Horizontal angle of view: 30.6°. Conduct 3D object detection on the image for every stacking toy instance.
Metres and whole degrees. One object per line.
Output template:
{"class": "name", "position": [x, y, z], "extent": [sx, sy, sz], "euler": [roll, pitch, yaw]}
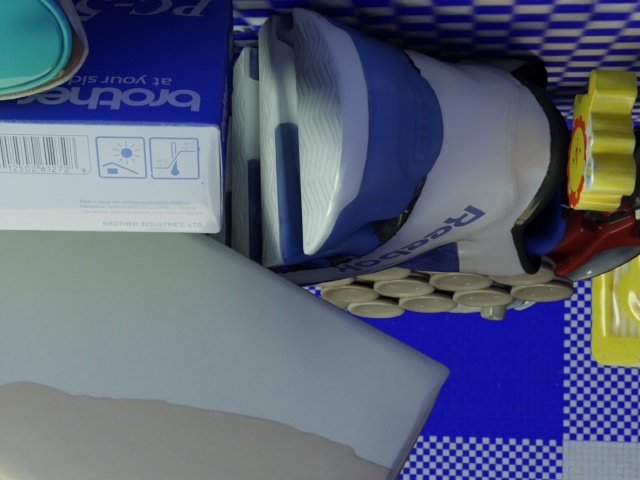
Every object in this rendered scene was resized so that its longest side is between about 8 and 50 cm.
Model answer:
{"class": "stacking toy", "position": [0.180, -0.048, 0.369], "extent": [0.167, 0.052, 0.221], "euler": [3, 168, 2]}

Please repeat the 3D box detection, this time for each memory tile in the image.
{"class": "memory tile", "position": [0.066, 0.022, 0.688], "extent": [0.148, 0.012, 0.113], "euler": [-7, 159, 28]}

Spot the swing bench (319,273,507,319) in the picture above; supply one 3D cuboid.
{"class": "swing bench", "position": [0.000, 0.000, 1.088], "extent": [0.254, 0.165, 0.253], "euler": [-5, -179, -26]}

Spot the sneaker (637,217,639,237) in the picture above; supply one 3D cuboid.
{"class": "sneaker", "position": [0.276, 0.001, 0.585], "extent": [0.162, 0.106, 0.281], "euler": [29, -159, 28]}

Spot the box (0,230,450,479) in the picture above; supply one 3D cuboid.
{"class": "box", "position": [-0.116, 0.048, 0.500], "extent": [0.311, 0.121, 0.148], "euler": [27, 158, 9]}

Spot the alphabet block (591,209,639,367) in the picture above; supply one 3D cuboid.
{"class": "alphabet block", "position": [0.386, 0.024, 1.099], "extent": [0.192, 0.193, 0.197], "euler": [-2, 177, 42]}

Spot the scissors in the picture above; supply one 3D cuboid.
{"class": "scissors", "position": [0.165, -0.019, 0.638], "extent": [0.109, 0.021, 0.297], "euler": [-5, 163, -13]}

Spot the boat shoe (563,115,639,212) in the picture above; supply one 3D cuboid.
{"class": "boat shoe", "position": [0.109, -0.042, 0.698], "extent": [0.254, 0.079, 0.095], "euler": [-14, 161, 13]}

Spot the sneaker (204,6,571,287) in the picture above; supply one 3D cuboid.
{"class": "sneaker", "position": [0.019, -0.025, 0.590], "extent": [0.182, 0.127, 0.315], "euler": [4, 176, -25]}

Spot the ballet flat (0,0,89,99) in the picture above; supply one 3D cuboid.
{"class": "ballet flat", "position": [-0.154, -0.078, 0.359], "extent": [0.168, 0.057, 0.052], "euler": [4, -154, -5]}

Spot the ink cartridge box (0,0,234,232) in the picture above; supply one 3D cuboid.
{"class": "ink cartridge box", "position": [-0.135, -0.049, 0.408], "extent": [0.207, 0.046, 0.097], "euler": [1, -143, -3]}

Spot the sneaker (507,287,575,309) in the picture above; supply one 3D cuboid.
{"class": "sneaker", "position": [0.192, 0.011, 1.436], "extent": [0.268, 0.153, 0.101], "euler": [0, 178, 37]}
